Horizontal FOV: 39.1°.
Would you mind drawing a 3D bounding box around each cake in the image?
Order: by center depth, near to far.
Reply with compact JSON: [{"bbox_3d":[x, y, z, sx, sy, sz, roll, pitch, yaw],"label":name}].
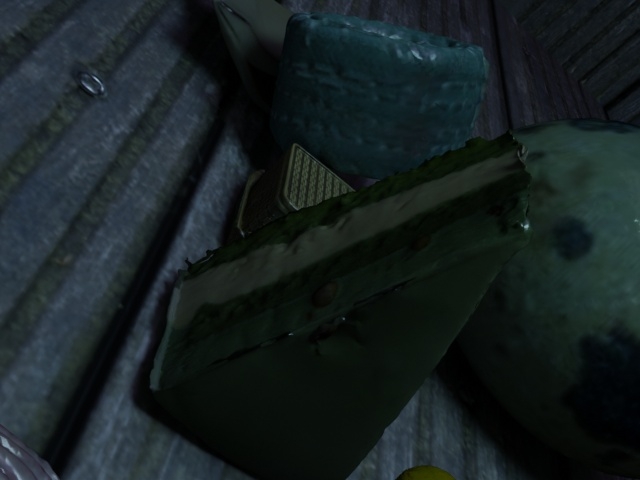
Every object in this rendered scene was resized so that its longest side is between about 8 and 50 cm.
[{"bbox_3d":[0.049,0.059,0.649,0.172,0.283,0.158,53,23,-30],"label":"cake"}]

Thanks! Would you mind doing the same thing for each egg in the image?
[{"bbox_3d":[0.311,0.054,0.940,0.428,0.345,0.345,44,28,-13],"label":"egg"}]

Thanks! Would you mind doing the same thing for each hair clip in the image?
[{"bbox_3d":[-0.036,-0.217,1.053,0.282,0.113,0.173,23,36,-31],"label":"hair clip"}]

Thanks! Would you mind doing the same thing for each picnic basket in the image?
[{"bbox_3d":[0.000,0.000,0.844,0.164,0.079,0.115,38,29,-19],"label":"picnic basket"}]

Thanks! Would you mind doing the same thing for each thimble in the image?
[{"bbox_3d":[0.066,-0.147,0.927,0.235,0.143,0.198,2,21,-24],"label":"thimble"}]

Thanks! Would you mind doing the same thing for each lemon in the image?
[{"bbox_3d":[0.088,0.216,0.721,0.083,0.062,0.062,56,25,-15],"label":"lemon"}]

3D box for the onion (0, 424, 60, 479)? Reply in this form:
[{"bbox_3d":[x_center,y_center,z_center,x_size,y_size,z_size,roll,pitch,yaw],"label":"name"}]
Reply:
[{"bbox_3d":[-0.192,0.175,0.297,0.227,0.120,0.284,31,29,-35],"label":"onion"}]
